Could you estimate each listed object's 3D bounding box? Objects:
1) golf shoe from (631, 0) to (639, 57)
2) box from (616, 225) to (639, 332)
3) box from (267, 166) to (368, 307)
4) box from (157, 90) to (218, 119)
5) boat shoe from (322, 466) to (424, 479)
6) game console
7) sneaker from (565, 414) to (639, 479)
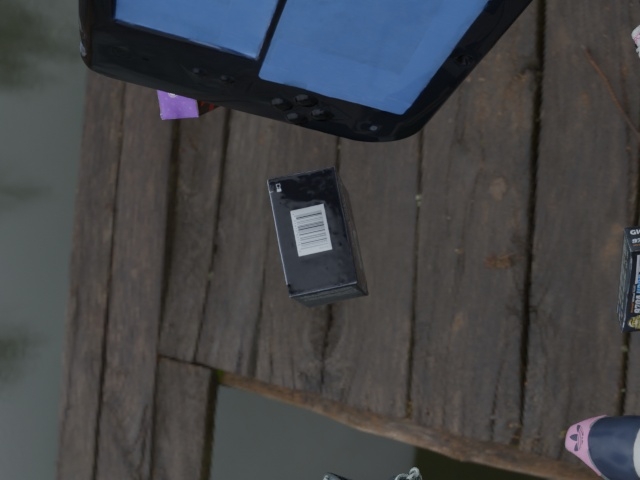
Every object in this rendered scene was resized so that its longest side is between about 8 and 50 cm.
[{"bbox_3d":[0.363,-0.188,0.870,0.086,0.067,0.186,14,59,6],"label":"golf shoe"},{"bbox_3d":[0.566,0.058,1.317,0.175,0.220,0.051,-8,48,10],"label":"box"},{"bbox_3d":[0.000,0.000,1.112,0.093,0.158,0.155,-12,79,6],"label":"box"},{"bbox_3d":[-0.131,-0.290,1.090,0.057,0.293,0.200,-1,112,22],"label":"box"},{"bbox_3d":[0.107,0.376,1.215,0.319,0.116,0.099,-20,50,44],"label":"boat shoe"},{"bbox_3d":[-0.025,-0.199,0.677,0.386,0.342,0.060,129,147,-67],"label":"game console"},{"bbox_3d":[0.453,0.307,1.187,0.131,0.319,0.112,3,66,37],"label":"sneaker"}]
